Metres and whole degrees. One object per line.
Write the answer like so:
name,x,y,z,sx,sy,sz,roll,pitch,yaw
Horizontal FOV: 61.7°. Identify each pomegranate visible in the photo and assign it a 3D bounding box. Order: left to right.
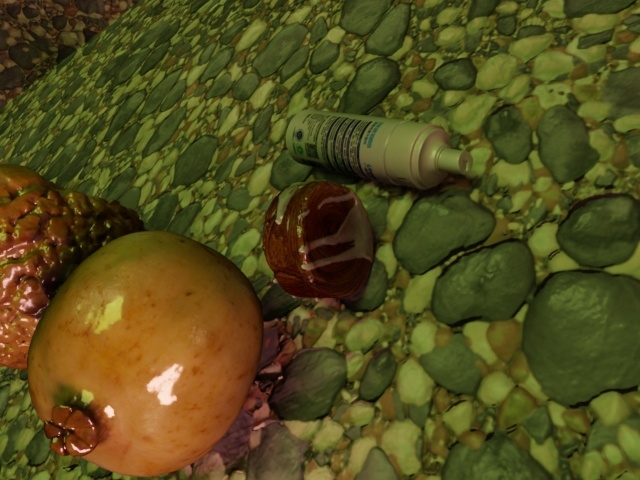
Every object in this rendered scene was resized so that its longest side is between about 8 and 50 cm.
pomegranate,-0.210,0.131,0.671,0.307,0.307,0.308,-20,49,25

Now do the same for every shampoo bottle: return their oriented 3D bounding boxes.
shampoo bottle,0.079,-0.133,0.768,0.303,0.092,0.092,18,71,44

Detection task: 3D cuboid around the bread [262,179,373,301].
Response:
bread,0.000,0.000,0.687,0.073,0.160,0.161,-8,55,38

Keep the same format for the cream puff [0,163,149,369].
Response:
cream puff,-0.416,0.046,0.839,0.231,0.343,0.327,17,45,33
